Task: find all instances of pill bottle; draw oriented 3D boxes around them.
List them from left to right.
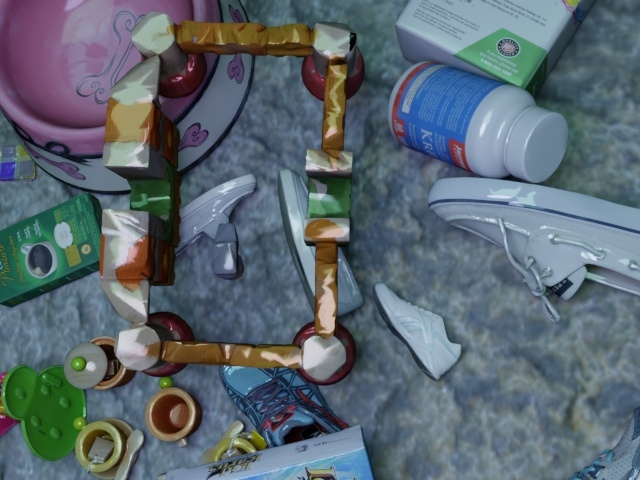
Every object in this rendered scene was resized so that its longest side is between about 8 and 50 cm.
[{"bbox_3d":[0.204,-0.151,1.198,0.221,0.124,0.124,28,83,43],"label":"pill bottle"}]

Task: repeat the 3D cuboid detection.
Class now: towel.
[{"bbox_3d":[-0.481,-0.122,1.437,0.083,0.009,0.060,-1,77,12],"label":"towel"}]

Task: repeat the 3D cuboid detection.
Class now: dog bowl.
[{"bbox_3d":[-0.311,-0.283,1.362,0.408,0.150,0.407,-2,76,9],"label":"dog bowl"}]

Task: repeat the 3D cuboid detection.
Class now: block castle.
[{"bbox_3d":[-0.099,-0.046,1.156,0.303,0.213,0.453,2,85,1],"label":"block castle"}]

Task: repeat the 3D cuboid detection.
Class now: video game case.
[{"bbox_3d":[-0.036,0.381,1.112,0.244,0.061,0.269,-14,105,0],"label":"video game case"}]

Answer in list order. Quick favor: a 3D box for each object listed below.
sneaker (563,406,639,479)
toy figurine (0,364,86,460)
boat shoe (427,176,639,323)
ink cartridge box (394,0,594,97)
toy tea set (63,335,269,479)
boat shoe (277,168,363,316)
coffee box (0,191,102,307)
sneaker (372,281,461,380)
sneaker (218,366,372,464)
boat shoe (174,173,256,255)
[{"bbox_3d":[0.320,0.319,1.107,0.122,0.110,0.283,25,83,20],"label":"sneaker"},{"bbox_3d":[-0.442,0.231,1.276,0.159,0.173,0.130,-4,59,23],"label":"toy figurine"},{"bbox_3d":[0.307,0.026,1.179,0.367,0.136,0.156,14,83,5],"label":"boat shoe"},{"bbox_3d":[0.264,-0.345,1.274,0.201,0.117,0.278,31,85,17],"label":"ink cartridge box"},{"bbox_3d":[-0.236,0.271,1.228,0.336,0.124,0.200,35,86,17],"label":"toy tea set"},{"bbox_3d":[0.000,0.000,1.277,0.081,0.079,0.227,-15,72,-12],"label":"boat shoe"},{"bbox_3d":[-0.405,0.015,1.371,0.184,0.040,0.113,-24,72,5],"label":"coffee box"},{"bbox_3d":[0.128,0.112,1.232,0.061,0.053,0.152,-37,78,-8],"label":"sneaker"},{"bbox_3d":[-0.036,0.225,1.196,0.262,0.125,0.104,40,87,18],"label":"sneaker"},{"bbox_3d":[-0.164,-0.029,1.321,0.184,0.066,0.063,-31,86,1],"label":"boat shoe"}]
